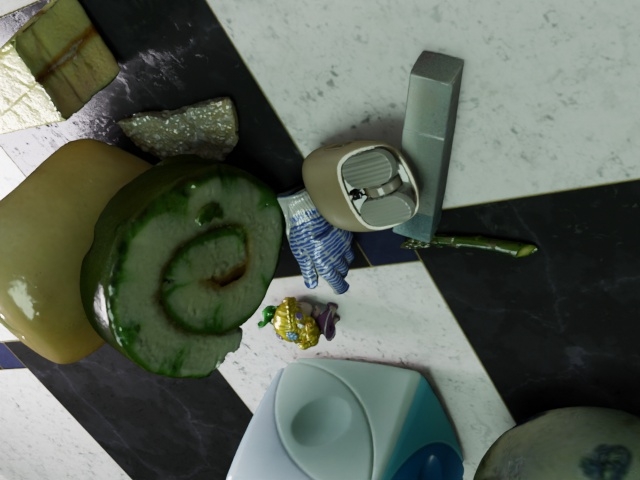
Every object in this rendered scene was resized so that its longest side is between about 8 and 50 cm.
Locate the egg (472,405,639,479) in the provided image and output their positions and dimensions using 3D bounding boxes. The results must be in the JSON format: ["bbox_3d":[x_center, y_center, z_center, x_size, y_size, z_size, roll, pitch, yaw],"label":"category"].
[{"bbox_3d":[0.461,0.463,1.687,0.345,0.345,0.428,40,136,-13],"label":"egg"}]

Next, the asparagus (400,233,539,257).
[{"bbox_3d":[0.240,0.007,1.578,0.236,0.027,0.034,4,124,26],"label":"asparagus"}]

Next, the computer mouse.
[{"bbox_3d":[0.053,-0.083,1.484,0.236,0.082,0.145,4,123,55],"label":"computer mouse"}]

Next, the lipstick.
[{"bbox_3d":[0.160,-0.133,1.446,0.068,0.066,0.317,18,139,15],"label":"lipstick"}]

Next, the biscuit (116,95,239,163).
[{"bbox_3d":[-0.228,-0.177,1.653,0.250,0.032,0.133,-5,131,33],"label":"biscuit"}]

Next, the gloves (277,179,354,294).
[{"bbox_3d":[0.000,0.000,1.650,0.119,0.097,0.229,-26,121,2],"label":"gloves"}]

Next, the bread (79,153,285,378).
[{"bbox_3d":[-0.218,0.054,1.626,0.129,0.366,0.381,24,132,45],"label":"bread"}]

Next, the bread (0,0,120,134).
[{"bbox_3d":[-0.495,-0.286,1.590,0.264,0.167,0.163,-5,128,35],"label":"bread"}]

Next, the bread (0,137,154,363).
[{"bbox_3d":[-0.414,0.017,1.704,0.253,0.376,0.348,23,150,37],"label":"bread"}]

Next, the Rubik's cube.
[{"bbox_3d":[0.059,0.471,1.923,0.347,0.351,0.352,1,135,30],"label":"Rubik's cube"}]

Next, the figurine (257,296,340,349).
[{"bbox_3d":[-0.053,0.164,1.850,0.156,0.115,0.094,11,127,23],"label":"figurine"}]
